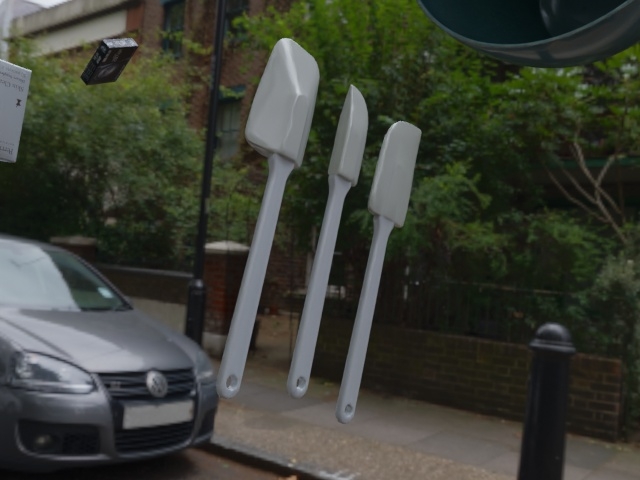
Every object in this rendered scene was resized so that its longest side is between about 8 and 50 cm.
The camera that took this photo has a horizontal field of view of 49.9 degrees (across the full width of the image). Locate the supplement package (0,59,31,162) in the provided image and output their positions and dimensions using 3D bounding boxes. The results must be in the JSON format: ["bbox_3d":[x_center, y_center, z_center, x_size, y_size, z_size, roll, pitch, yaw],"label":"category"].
[{"bbox_3d":[-0.591,-0.211,0.971,0.203,0.145,0.261,9,0,28],"label":"supplement package"}]

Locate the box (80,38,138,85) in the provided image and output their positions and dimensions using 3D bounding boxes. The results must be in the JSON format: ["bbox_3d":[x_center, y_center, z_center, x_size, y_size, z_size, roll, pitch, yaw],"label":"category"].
[{"bbox_3d":[-0.338,-0.286,1.102,0.083,0.018,0.067,-43,-6,32],"label":"box"}]

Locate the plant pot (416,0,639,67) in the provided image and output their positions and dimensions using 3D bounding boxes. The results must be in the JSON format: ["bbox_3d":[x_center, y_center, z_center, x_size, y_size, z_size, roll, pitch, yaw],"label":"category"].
[{"bbox_3d":[0.258,-0.294,0.691,0.290,0.291,0.195,3,-9,38],"label":"plant pot"}]

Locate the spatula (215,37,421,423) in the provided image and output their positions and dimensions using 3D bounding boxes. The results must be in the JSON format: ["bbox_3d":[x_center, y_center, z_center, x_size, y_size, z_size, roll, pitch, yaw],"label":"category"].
[{"bbox_3d":[0.000,0.000,0.487,0.019,0.242,0.168,3,-15,42],"label":"spatula"}]
